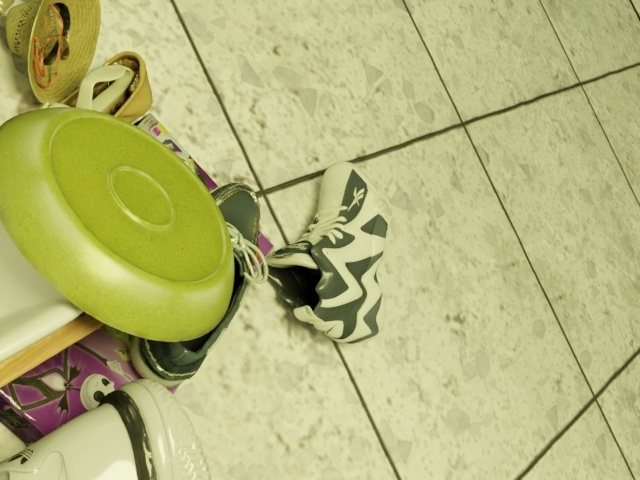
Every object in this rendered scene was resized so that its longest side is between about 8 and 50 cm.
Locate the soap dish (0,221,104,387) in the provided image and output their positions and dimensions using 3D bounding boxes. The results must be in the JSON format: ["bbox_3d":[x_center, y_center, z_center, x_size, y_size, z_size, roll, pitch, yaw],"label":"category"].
[{"bbox_3d":[-0.335,0.009,0.632,0.291,0.118,0.229,50,45,6],"label":"soap dish"}]

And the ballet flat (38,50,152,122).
[{"bbox_3d":[-0.246,-0.121,0.856,0.080,0.073,0.232,21,42,9],"label":"ballet flat"}]

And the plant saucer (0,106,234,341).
[{"bbox_3d":[-0.157,-0.027,0.717,0.241,0.037,0.241,38,27,-24],"label":"plant saucer"}]

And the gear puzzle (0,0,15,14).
[{"bbox_3d":[-0.394,-0.254,0.809,0.175,0.044,0.338,48,47,-28],"label":"gear puzzle"}]

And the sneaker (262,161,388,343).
[{"bbox_3d":[0.000,0.000,1.027,0.153,0.094,0.234,19,67,-48],"label":"sneaker"}]

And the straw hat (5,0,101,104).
[{"bbox_3d":[-0.284,-0.213,0.873,0.061,0.144,0.144,16,49,9],"label":"straw hat"}]

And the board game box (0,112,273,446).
[{"bbox_3d":[-0.197,0.046,0.849,0.208,0.056,0.346,51,43,-19],"label":"board game box"}]

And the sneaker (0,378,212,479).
[{"bbox_3d":[-0.175,0.310,0.678,0.210,0.137,0.365,-16,96,-33],"label":"sneaker"}]

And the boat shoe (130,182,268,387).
[{"bbox_3d":[-0.107,0.027,0.854,0.095,0.079,0.254,41,45,-15],"label":"boat shoe"}]
